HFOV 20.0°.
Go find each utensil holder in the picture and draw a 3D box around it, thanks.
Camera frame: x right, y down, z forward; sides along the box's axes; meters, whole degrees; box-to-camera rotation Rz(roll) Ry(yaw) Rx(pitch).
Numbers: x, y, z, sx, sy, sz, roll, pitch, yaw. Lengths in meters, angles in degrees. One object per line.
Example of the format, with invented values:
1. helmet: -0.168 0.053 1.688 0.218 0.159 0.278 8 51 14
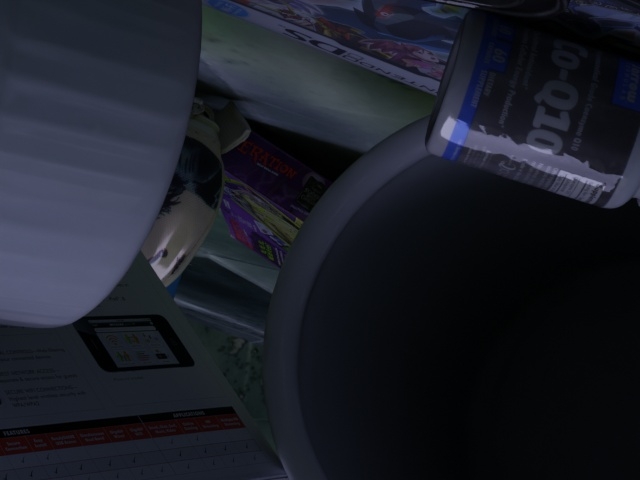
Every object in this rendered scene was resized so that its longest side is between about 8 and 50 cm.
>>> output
1. utensil holder: 0.186 0.108 1.292 0.328 0.327 0.385 12 172 26

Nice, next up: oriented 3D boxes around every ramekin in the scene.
1. ramekin: -0.176 -0.083 0.984 0.135 0.277 0.277 14 173 -28

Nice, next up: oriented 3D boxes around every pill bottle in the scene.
1. pill bottle: 0.128 -0.061 0.920 0.137 0.078 0.078 17 171 -1

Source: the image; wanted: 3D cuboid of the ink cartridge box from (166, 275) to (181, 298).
1. ink cartridge box: -0.315 -0.018 1.531 0.395 0.285 0.166 26 168 -39

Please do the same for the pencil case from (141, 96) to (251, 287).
1. pencil case: -0.259 -0.103 1.347 0.410 0.183 0.160 25 -164 -37

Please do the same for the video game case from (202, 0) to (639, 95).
1. video game case: 0.066 -0.130 0.973 0.248 0.035 0.275 20 170 -16

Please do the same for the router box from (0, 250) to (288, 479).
1. router box: -0.218 0.068 1.123 0.335 0.082 0.301 1 -133 -52

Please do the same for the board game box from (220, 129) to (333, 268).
1. board game box: 0.000 0.000 1.631 0.208 0.056 0.347 29 171 6

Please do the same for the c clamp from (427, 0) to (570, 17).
1. c clamp: 0.052 -0.134 0.836 0.161 0.022 0.137 11 173 20
